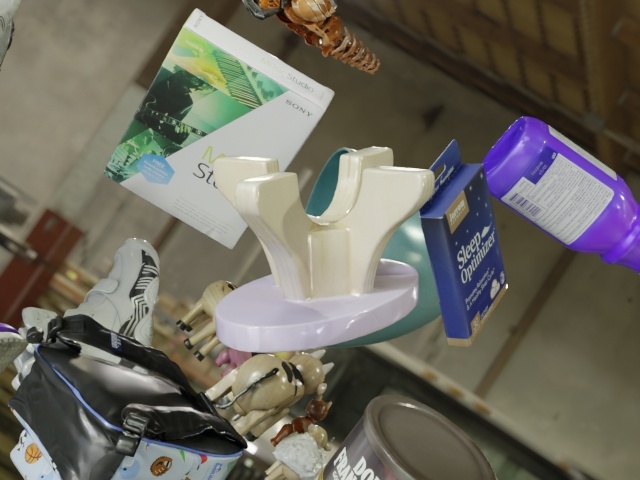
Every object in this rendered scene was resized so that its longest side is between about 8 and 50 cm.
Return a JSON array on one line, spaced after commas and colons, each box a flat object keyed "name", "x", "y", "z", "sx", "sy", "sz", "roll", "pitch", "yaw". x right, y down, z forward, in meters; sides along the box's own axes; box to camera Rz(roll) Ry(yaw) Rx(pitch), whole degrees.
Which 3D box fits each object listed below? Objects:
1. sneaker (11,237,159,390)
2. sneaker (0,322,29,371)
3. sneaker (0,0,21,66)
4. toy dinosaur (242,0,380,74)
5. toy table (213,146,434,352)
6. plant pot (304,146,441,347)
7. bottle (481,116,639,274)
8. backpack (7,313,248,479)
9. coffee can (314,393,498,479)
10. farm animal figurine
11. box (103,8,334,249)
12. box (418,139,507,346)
[{"name": "sneaker", "x": -0.381, "y": 0.125, "z": 2.331, "sx": 0.210, "sy": 0.366, "sz": 0.137, "roll": 12, "pitch": -43, "yaw": -13}, {"name": "sneaker", "x": -0.512, "y": 0.117, "z": 1.963, "sx": 0.146, "sy": 0.102, "sz": 0.293, "roll": 48, "pitch": 6, "yaw": 15}, {"name": "sneaker", "x": -0.439, "y": -0.275, "z": 1.851, "sx": 0.086, "sy": 0.085, "sz": 0.237, "roll": 18, "pitch": -38, "yaw": -11}, {"name": "toy dinosaur", "x": -0.017, "y": -0.355, "z": 1.902, "sx": 0.164, "sy": 0.218, "sz": 0.322, "roll": 26, "pitch": -23, "yaw": 31}, {"name": "toy table", "x": 0.000, "y": 0.000, "z": 1.460, "sx": 0.252, "sy": 0.161, "sz": 0.274, "roll": 3, "pitch": 13, "yaw": 21}, {"name": "plant pot", "x": 0.090, "y": 0.028, "z": 2.080, "sx": 0.195, "sy": 0.290, "sz": 0.290, "roll": 13, "pitch": -1, "yaw": -15}, {"name": "bottle", "x": 0.351, "y": -0.047, "z": 1.907, "sx": 0.283, "sy": 0.118, "sz": 0.092, "roll": 33, "pitch": 26, "yaw": -12}, {"name": "backpack", "x": -0.238, "y": 0.255, "z": 1.798, "sx": 0.263, "sy": 0.213, "sz": 0.276, "roll": 14, "pitch": 20, "yaw": -41}, {"name": "coffee can", "x": 0.073, "y": 0.369, "z": 1.867, "sx": 0.201, "sy": 0.275, "sz": 0.201, "roll": 29, "pitch": 22, "yaw": -13}, {"name": "farm animal figurine", "x": -0.080, "y": 0.209, "z": 2.251, "sx": 0.330, "sy": 0.172, "sz": 0.327, "roll": 51, "pitch": 7, "yaw": -3}, {"name": "box", "x": -0.154, "y": -0.154, "z": 2.091, "sx": 0.232, "sy": 0.058, "sz": 0.322, "roll": 30, "pitch": -51, "yaw": -7}, {"name": "box", "x": 0.176, "y": 0.002, "z": 1.775, "sx": 0.036, "sy": 0.136, "sz": 0.225, "roll": 1, "pitch": -58, "yaw": 31}]
